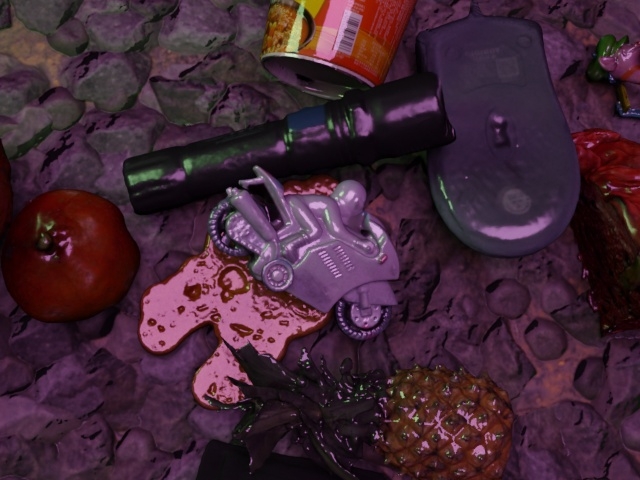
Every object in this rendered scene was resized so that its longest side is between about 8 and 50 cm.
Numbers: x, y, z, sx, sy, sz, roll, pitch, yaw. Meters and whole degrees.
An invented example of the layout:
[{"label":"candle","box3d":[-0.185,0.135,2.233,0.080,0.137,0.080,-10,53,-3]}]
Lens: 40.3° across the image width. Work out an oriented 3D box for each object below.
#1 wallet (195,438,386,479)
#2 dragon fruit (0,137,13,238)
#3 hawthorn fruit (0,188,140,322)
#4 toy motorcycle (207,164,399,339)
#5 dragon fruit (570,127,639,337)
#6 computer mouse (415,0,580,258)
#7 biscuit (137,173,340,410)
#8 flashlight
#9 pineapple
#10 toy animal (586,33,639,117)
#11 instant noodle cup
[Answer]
[{"label":"wallet","box3d":[-0.044,0.353,0.967,0.247,0.323,0.041,10,119,-2]},{"label":"dragon fruit","box3d":[-0.503,-0.046,0.990,0.295,0.296,0.302,14,45,-2]},{"label":"hawthorn fruit","box3d":[-0.300,0.022,1.040,0.169,0.188,0.169,0,88,-6]},{"label":"toy motorcycle","box3d":[0.000,0.000,1.062,0.260,0.110,0.171,34,85,-12]},{"label":"dragon fruit","box3d":[0.402,-0.015,1.138,0.240,0.302,0.330,-42,66,19]},{"label":"computer mouse","box3d":[0.227,-0.145,1.160,0.188,0.122,0.371,-5,72,2]},{"label":"biscuit","box3d":[-0.078,0.053,1.127,0.202,0.047,0.334,41,79,2]},{"label":"flashlight","box3d":[-0.047,-0.112,1.090,0.423,0.103,0.103,-15,79,8]},{"label":"pineapple","box3d":[0.041,0.215,1.046,0.364,0.165,0.166,8,77,-5]},{"label":"toy animal","box3d":[0.475,-0.212,1.225,0.208,0.100,0.103,19,116,-4]},{"label":"instant noodle cup","box3d":[0.020,-0.286,1.136,0.213,0.213,0.174,17,85,-2]}]
